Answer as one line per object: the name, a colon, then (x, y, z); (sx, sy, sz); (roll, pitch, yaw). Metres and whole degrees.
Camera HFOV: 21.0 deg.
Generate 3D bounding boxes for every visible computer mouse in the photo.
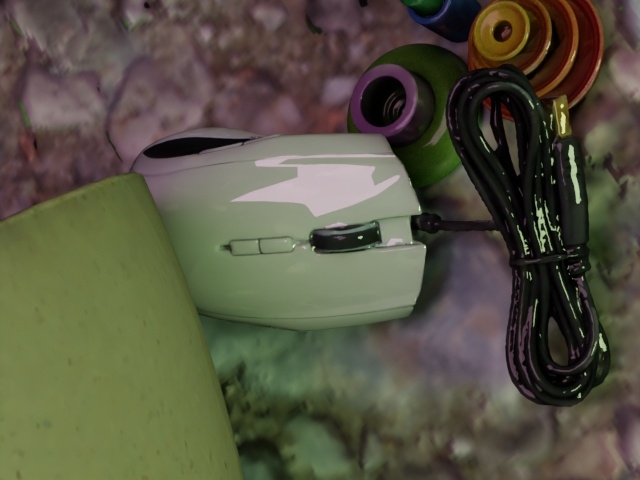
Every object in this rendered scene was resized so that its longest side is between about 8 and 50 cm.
computer mouse: (0.000, 0.000, 0.576); (0.193, 0.042, 0.106); (-1, 105, 35)

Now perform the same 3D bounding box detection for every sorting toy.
sorting toy: (0.043, -0.060, 0.575); (0.102, 0.042, 0.061); (-24, 68, 27)

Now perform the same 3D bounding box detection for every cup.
cup: (-0.142, 0.161, 0.516); (0.331, 0.331, 0.237); (-29, 91, 25)
